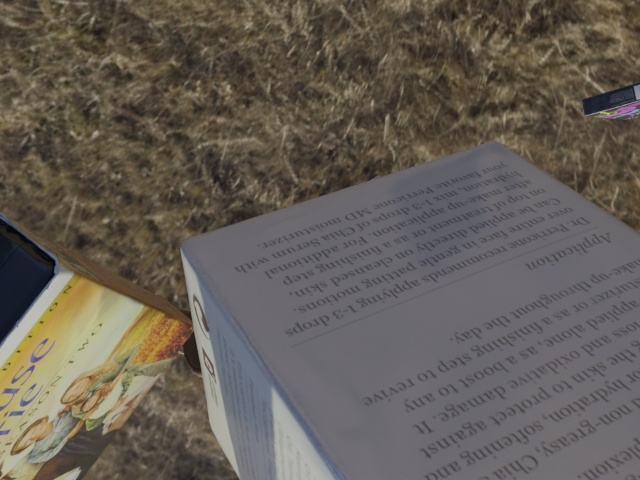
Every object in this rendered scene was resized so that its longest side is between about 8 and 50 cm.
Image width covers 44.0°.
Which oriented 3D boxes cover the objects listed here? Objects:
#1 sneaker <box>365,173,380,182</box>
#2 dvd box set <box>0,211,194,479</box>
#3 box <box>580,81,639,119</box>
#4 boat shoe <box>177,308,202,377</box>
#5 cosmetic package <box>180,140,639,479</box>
[{"bbox_3d":[0.000,0.000,0.946,0.153,0.282,0.099,-37,74,41],"label":"sneaker"},{"bbox_3d":[-0.247,0.154,0.627,0.062,0.420,0.307,36,81,8],"label":"dvd box set"},{"bbox_3d":[0.455,-0.199,1.115,0.116,0.162,0.029,-13,88,41],"label":"box"},{"bbox_3d":[-0.160,0.155,1.226,0.095,0.257,0.095,15,91,-28],"label":"boat shoe"},{"bbox_3d":[0.127,0.140,0.360,0.230,0.453,0.161,-19,129,-21],"label":"cosmetic package"}]
